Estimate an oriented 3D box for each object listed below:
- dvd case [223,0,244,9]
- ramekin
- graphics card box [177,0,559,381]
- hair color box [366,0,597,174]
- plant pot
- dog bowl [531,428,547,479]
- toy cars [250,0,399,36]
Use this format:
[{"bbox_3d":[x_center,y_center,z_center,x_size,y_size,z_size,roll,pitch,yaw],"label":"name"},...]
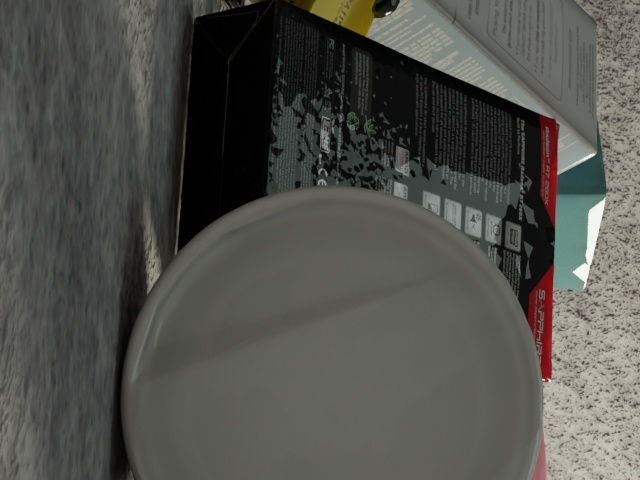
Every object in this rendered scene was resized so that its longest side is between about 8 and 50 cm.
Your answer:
[{"bbox_3d":[-0.075,-0.280,1.497,0.221,0.018,0.164,46,48,-84],"label":"dvd case"},{"bbox_3d":[0.003,0.106,1.264,0.127,0.273,0.273,132,-39,-81],"label":"ramekin"},{"bbox_3d":[0.048,-0.024,1.514,0.371,0.094,0.233,17,73,-48],"label":"graphics card box"},{"bbox_3d":[0.104,-0.225,1.800,0.374,0.113,0.185,38,40,-31],"label":"hair color box"},{"bbox_3d":[0.160,-0.060,1.993,0.165,0.234,0.166,93,-4,-51],"label":"plant pot"},{"bbox_3d":[0.103,0.213,2.053,0.408,0.150,0.408,173,-90,-71],"label":"dog bowl"},{"bbox_3d":[-0.014,-0.283,1.557,0.176,0.087,0.394,-23,121,-43],"label":"toy cars"}]
